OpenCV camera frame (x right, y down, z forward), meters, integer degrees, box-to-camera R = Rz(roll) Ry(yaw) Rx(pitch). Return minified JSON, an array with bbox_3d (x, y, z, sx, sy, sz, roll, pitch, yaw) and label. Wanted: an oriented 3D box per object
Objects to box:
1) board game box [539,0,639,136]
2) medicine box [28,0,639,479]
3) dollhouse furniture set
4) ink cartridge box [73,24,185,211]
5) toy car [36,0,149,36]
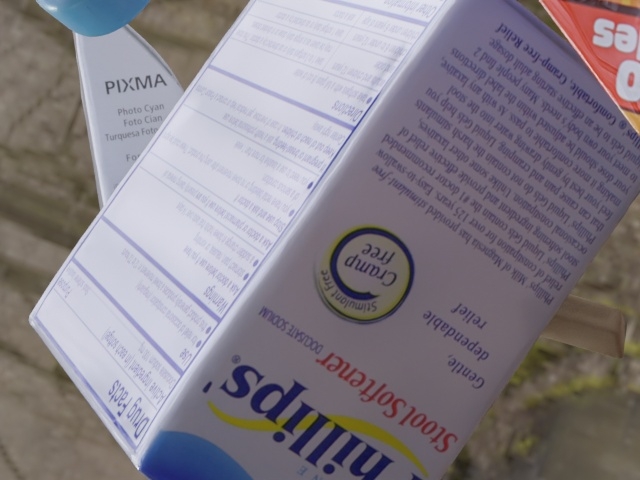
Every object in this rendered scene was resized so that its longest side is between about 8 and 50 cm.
[{"bbox_3d":[0.213,-0.314,0.634,0.356,0.356,0.356,-37,-1,39],"label":"board game box"},{"bbox_3d":[0.000,0.000,0.946,0.289,0.149,0.263,-55,24,-1],"label":"medicine box"},{"bbox_3d":[0.139,0.079,1.150,0.081,0.114,0.091,107,178,-52],"label":"dollhouse furniture set"},{"bbox_3d":[-0.168,-0.125,1.539,0.308,0.091,0.385,114,148,-76],"label":"ink cartridge box"},{"bbox_3d":[-0.246,-0.182,0.924,0.238,0.219,0.210,-33,48,20],"label":"toy car"}]
